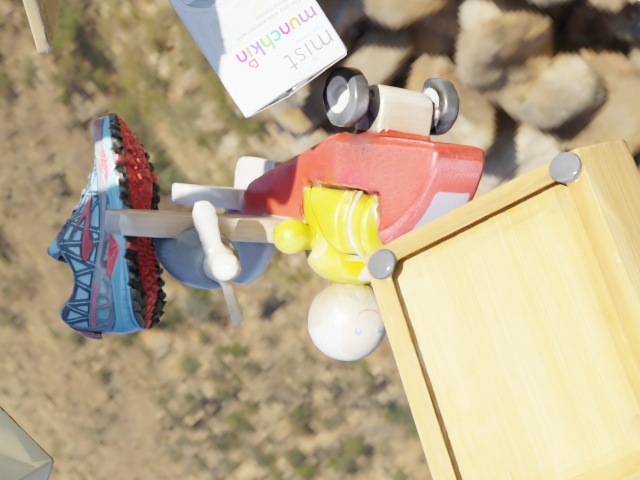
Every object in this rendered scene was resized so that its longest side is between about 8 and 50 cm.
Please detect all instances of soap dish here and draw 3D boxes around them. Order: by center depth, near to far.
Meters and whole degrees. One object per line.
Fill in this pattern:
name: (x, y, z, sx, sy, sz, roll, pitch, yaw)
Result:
soap dish: (0.164, 0.088, 1.086, 0.118, 0.229, 0.290, 30, -142, -56)

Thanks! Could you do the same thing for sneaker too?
sneaker: (-0.249, -0.020, 1.620, 0.104, 0.125, 0.261, 48, -148, -61)

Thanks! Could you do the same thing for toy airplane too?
toy airplane: (0.000, 0.000, 1.587, 0.384, 0.386, 0.272, 48, -146, -75)

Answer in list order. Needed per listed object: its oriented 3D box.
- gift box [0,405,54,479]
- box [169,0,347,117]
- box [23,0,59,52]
gift box: (-0.398, 0.242, 1.249, 0.276, 0.258, 0.255, 36, 127, 24)
box: (-0.087, -0.259, 1.502, 0.231, 0.127, 0.262, 57, -179, -10)
box: (-0.345, -0.354, 1.808, 0.021, 0.164, 0.201, 1, 152, 1)
